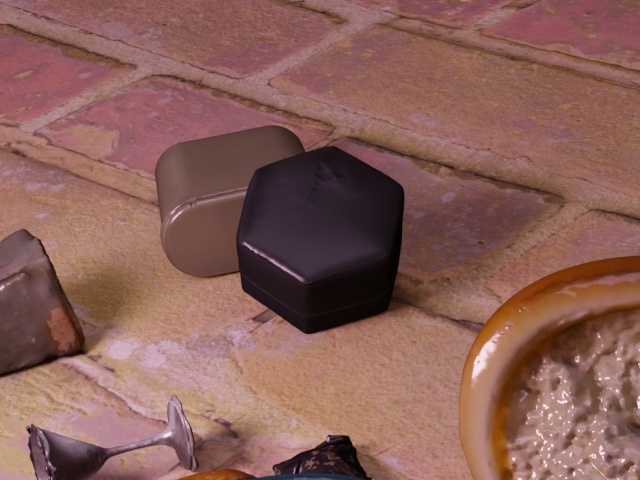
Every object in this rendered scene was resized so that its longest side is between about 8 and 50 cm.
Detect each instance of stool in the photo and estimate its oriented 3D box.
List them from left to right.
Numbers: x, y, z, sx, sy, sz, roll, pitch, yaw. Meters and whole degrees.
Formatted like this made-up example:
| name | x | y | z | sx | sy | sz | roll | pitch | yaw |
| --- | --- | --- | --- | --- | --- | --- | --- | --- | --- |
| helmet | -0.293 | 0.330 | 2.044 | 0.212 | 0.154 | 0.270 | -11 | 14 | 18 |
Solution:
| name | x | y | z | sx | sy | sz | roll | pitch | yaw |
| --- | --- | --- | --- | --- | --- | --- | --- | --- | --- |
| stool | 0.000 | 0.000 | 2.495 | 0.232 | 0.141 | 0.232 | 0 | 54 | -1 |

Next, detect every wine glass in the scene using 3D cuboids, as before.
| name | x | y | z | sx | sy | sz | roll | pitch | yaw |
| --- | --- | --- | --- | --- | --- | --- | --- | --- | --- |
| wine glass | -0.243 | 0.250 | 2.217 | 0.182 | 0.122 | 0.122 | -12 | 29 | -18 |

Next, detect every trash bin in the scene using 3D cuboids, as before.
| name | x | y | z | sx | sy | sz | roll | pitch | yaw |
| --- | --- | --- | --- | --- | --- | --- | --- | --- | --- |
| trash bin | -0.115 | -0.064 | 2.713 | 0.243 | 0.121 | 0.247 | -11 | 27 | -4 |

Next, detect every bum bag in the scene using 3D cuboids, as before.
| name | x | y | z | sx | sy | sz | roll | pitch | yaw |
| --- | --- | --- | --- | --- | --- | --- | --- | --- | --- |
| bum bag | 0.014 | 0.276 | 2.126 | 0.102 | 0.069 | 0.248 | -29 | 14 | -6 |

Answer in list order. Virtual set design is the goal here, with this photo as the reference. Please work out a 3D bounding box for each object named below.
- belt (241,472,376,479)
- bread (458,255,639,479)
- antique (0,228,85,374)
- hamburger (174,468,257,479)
| name | x | y | z | sx | sy | sz | roll | pitch | yaw |
| --- | --- | --- | --- | --- | --- | --- | --- | --- | --- |
| belt | -0.077 | 0.386 | 1.864 | 0.436 | 0.173 | 0.300 | -19 | 33 | -19 |
| bread | 0.368 | 0.189 | 2.080 | 0.423 | 0.329 | 0.245 | -2 | -11 | 12 |
| antique | -0.470 | 0.115 | 2.495 | 0.284 | 0.150 | 0.125 | -24 | 28 | -9 |
| hamburger | -0.149 | 0.299 | 2.118 | 0.176 | 0.087 | 0.102 | -28 | 36 | -26 |
